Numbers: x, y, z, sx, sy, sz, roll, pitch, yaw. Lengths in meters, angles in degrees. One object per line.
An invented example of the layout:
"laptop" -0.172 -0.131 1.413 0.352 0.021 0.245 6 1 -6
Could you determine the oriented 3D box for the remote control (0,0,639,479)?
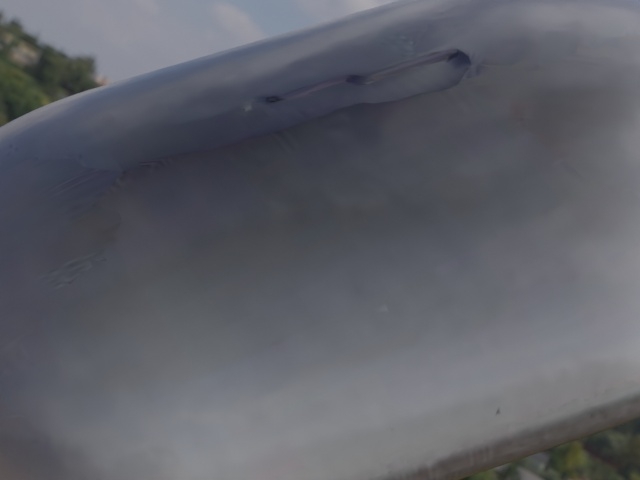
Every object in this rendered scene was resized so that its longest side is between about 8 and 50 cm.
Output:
"remote control" 0.000 0.000 0.486 0.221 0.332 0.103 -114 -173 -50
